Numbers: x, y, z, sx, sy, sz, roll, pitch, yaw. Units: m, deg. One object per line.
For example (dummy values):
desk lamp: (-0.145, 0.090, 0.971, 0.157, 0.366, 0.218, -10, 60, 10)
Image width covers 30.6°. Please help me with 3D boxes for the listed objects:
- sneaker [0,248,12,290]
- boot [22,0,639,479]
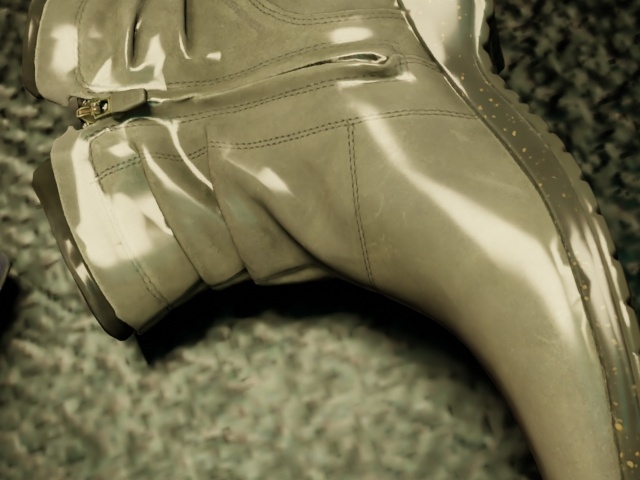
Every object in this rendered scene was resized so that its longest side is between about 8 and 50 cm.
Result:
sneaker: (-0.259, 0.063, 0.331, 0.182, 0.127, 0.315, 19, 58, 31)
boot: (0.000, 0.000, 0.375, 0.161, 0.083, 0.246, -23, 66, 7)
